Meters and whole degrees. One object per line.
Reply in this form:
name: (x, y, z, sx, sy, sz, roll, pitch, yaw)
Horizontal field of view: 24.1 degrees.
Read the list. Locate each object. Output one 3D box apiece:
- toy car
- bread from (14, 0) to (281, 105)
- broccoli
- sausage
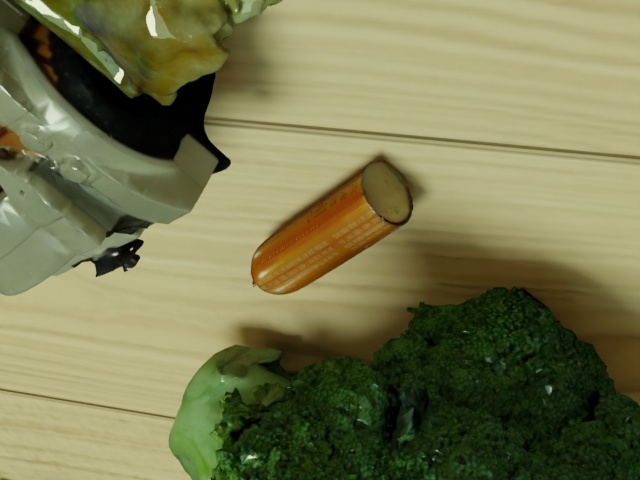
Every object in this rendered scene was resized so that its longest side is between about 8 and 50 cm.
toy car: (-0.188, -0.090, 0.596, 0.301, 0.118, 0.193, 38, 146, -25)
bread: (-0.122, -0.158, 0.477, 0.087, 0.098, 0.269, -38, 115, 22)
broccoli: (0.029, 0.132, 0.689, 0.270, 0.270, 0.270, 32, 156, 43)
sausage: (0.000, 0.000, 0.680, 0.031, 0.031, 0.107, 35, 140, -17)
